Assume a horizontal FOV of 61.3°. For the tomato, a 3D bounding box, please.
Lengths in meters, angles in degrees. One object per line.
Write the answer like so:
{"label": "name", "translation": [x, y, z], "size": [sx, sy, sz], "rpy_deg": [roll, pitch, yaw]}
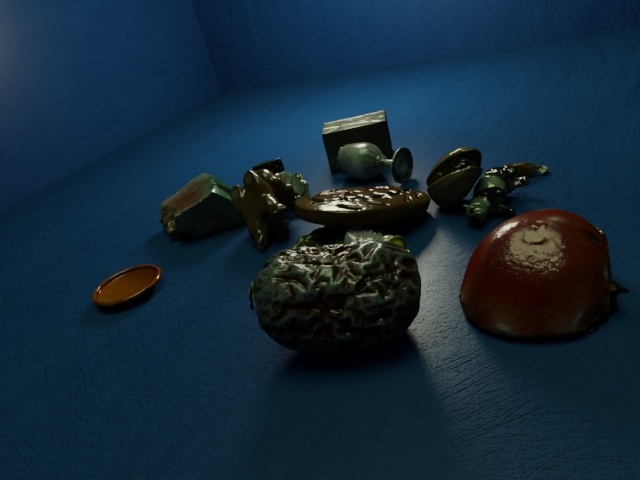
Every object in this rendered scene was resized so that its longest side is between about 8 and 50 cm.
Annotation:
{"label": "tomato", "translation": [0.404, 0.035, 1.019], "size": [0.309, 0.170, 0.309], "rpy_deg": [-11, 26, 5]}

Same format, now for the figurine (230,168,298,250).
{"label": "figurine", "translation": [-0.147, -0.103, 1.595], "size": [0.173, 0.177, 0.247], "rpy_deg": [9, 28, -47]}

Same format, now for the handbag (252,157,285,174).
{"label": "handbag", "translation": [-0.196, -0.269, 2.053], "size": [0.115, 0.072, 0.139], "rpy_deg": [-18, 14, -2]}

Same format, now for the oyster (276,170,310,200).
{"label": "oyster", "translation": [-0.110, -0.175, 1.787], "size": [0.252, 0.087, 0.199], "rpy_deg": [-6, 37, 33]}

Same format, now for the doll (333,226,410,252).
{"label": "doll", "translation": [0.128, 0.010, 1.313], "size": [0.207, 0.081, 0.129], "rpy_deg": [14, 33, 39]}

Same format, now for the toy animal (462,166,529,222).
{"label": "toy animal", "translation": [0.442, -0.117, 1.384], "size": [0.121, 0.094, 0.225], "rpy_deg": [-5, 37, 42]}

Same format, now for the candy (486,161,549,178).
{"label": "candy", "translation": [0.552, -0.197, 1.529], "size": [0.182, 0.046, 0.053], "rpy_deg": [-11, 29, 4]}

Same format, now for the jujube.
{"label": "jujube", "translation": [0.029, 0.105, 1.034], "size": [0.317, 0.226, 0.226], "rpy_deg": [-5, 27, 3]}

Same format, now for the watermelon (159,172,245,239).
{"label": "watermelon", "translation": [-0.379, -0.118, 1.746], "size": [0.302, 0.151, 0.264], "rpy_deg": [-22, 28, -14]}

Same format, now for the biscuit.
{"label": "biscuit", "translation": [0.105, -0.106, 1.468], "size": [0.367, 0.063, 0.314], "rpy_deg": [-11, 20, -30]}

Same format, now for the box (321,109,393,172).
{"label": "box", "translation": [0.134, -0.355, 1.938], "size": [0.231, 0.149, 0.155], "rpy_deg": [-10, 26, 11]}

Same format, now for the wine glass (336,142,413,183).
{"label": "wine glass", "translation": [0.173, -0.254, 1.756], "size": [0.241, 0.126, 0.126], "rpy_deg": [13, 38, 40]}

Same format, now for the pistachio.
{"label": "pistachio", "translation": [0.359, -0.166, 1.436], "size": [0.131, 0.130, 0.206], "rpy_deg": [-2, -20, -18]}

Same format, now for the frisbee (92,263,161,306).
{"label": "frisbee", "translation": [-0.523, 0.128, 1.474], "size": [0.192, 0.035, 0.192], "rpy_deg": [-13, 26, 6]}

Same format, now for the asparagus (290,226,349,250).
{"label": "asparagus", "translation": [0.000, 0.000, 1.409], "size": [0.080, 0.080, 0.287], "rpy_deg": [11, 37, 41]}
